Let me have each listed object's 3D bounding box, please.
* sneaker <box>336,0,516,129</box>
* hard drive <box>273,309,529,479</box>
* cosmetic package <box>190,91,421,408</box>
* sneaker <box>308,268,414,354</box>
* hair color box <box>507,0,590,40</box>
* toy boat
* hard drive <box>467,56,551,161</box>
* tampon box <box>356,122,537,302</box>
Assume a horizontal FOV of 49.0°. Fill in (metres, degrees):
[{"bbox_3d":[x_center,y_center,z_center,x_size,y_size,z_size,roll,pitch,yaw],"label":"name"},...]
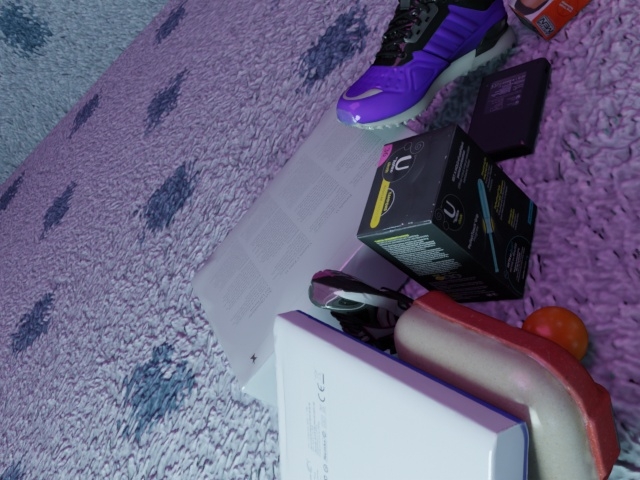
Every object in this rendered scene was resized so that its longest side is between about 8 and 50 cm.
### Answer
[{"bbox_3d":[0.121,-0.261,0.901,0.293,0.146,0.102,-37,37,-21],"label":"sneaker"},{"bbox_3d":[0.054,0.206,0.651,0.319,0.040,0.210,18,113,56],"label":"hard drive"},{"bbox_3d":[0.000,0.000,0.955,0.377,0.097,0.284,-50,31,6],"label":"cosmetic package"},{"bbox_3d":[0.051,0.087,0.755,0.072,0.178,0.077,26,93,46],"label":"sneaker"},{"bbox_3d":[0.320,-0.332,0.903,0.141,0.043,0.072,-44,36,16],"label":"hair color box"},{"bbox_3d":[0.176,0.112,0.626,0.151,0.150,0.231,-32,27,-22],"label":"toy boat"},{"bbox_3d":[0.231,-0.159,0.877,0.094,0.022,0.135,-9,53,47],"label":"hard drive"},{"bbox_3d":[0.137,-0.022,0.743,0.102,0.161,0.120,-11,52,46],"label":"tampon box"}]
